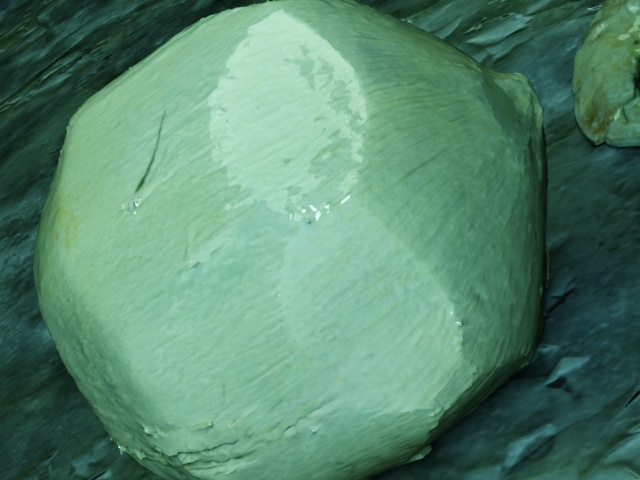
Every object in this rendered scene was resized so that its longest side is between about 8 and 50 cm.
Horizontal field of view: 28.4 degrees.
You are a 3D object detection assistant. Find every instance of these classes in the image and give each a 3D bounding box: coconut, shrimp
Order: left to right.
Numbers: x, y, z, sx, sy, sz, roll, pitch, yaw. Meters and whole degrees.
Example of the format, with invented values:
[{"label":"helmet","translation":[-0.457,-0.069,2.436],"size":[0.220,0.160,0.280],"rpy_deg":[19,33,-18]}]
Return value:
[{"label":"coconut","translation":[0.000,0.000,0.897],"size":[0.360,0.346,0.346],"rpy_deg":[-28,29,22]},{"label":"shrimp","translation":[0.334,-0.166,1.050],"size":[0.247,0.085,0.360],"rpy_deg":[-51,26,-6]}]

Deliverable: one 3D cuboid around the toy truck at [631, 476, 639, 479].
[{"label":"toy truck","translation":[0.209,0.184,0.546],"size":[0.135,0.128,0.260],"rpy_deg":[-53,19,22]}]
